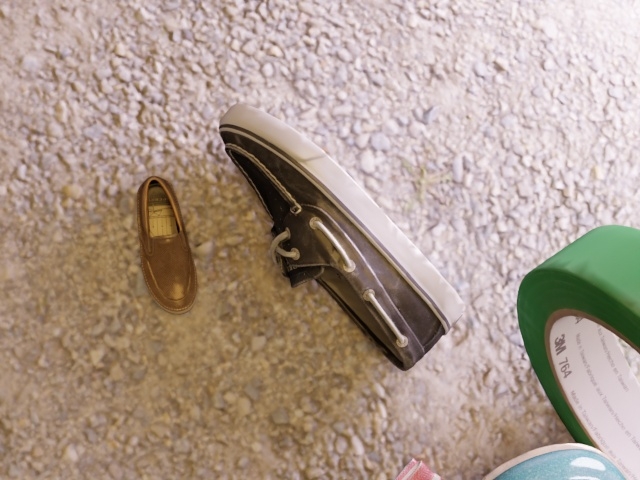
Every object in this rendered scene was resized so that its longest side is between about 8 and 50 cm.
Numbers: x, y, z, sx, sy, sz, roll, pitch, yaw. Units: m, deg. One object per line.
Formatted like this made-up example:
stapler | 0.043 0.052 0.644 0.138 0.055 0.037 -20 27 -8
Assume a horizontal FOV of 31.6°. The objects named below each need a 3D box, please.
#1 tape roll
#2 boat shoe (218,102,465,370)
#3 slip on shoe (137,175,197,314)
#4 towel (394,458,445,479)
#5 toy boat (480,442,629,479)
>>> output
tape roll | 0.301 0.141 0.983 0.077 0.321 0.321 -32 86 -14
boat shoe | 0.000 0.000 1.081 0.301 0.108 0.102 45 75 -6
slip on shoe | -0.148 0.003 1.084 0.051 0.041 0.135 -7 80 -10
towel | 0.118 0.324 1.073 0.197 0.029 0.144 42 74 0
toy boat | 0.180 0.336 0.984 0.318 0.148 0.268 -22 77 -15
